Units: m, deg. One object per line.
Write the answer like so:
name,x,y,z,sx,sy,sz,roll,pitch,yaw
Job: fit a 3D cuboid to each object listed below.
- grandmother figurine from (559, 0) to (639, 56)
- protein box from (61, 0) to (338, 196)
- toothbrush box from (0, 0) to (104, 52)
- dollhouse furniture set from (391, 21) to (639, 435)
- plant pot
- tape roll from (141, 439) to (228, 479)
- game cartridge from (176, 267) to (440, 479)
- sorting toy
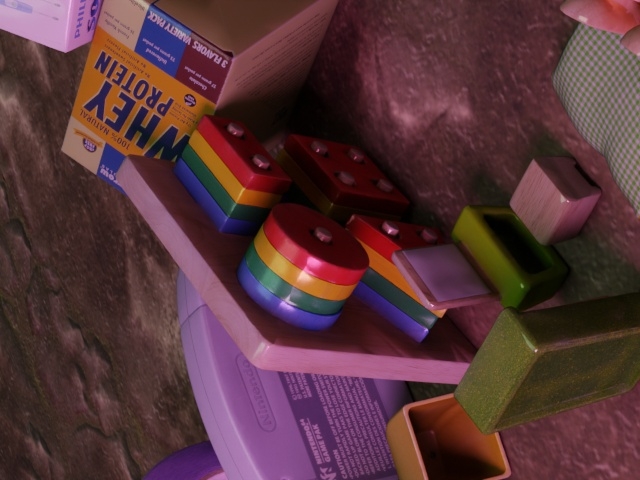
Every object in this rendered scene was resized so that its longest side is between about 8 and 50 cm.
grandmother figurine,0.256,-0.286,0.947,0.208,0.104,0.342,37,117,37
protein box,-0.109,-0.161,1.416,0.136,0.200,0.201,34,131,12
toothbrush box,-0.196,-0.315,1.396,0.122,0.283,0.206,20,117,13
dollhouse furniture set,0.178,-0.042,1.089,0.197,0.151,0.301,56,138,33
plant pot,0.101,0.181,1.323,0.083,0.081,0.081,-42,62,62
tape roll,-0.042,0.293,1.378,0.275,0.275,0.090,42,130,44
game cartridge,-0.015,0.135,1.376,0.062,0.198,0.297,-48,58,51
sorting toy,0.000,0.000,1.289,0.255,0.257,0.089,50,118,38
